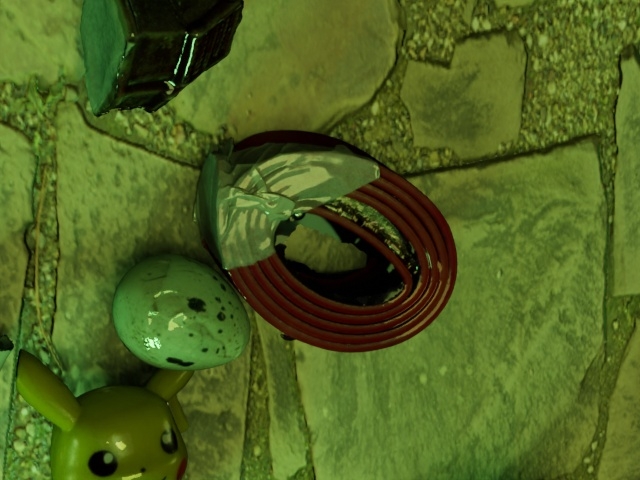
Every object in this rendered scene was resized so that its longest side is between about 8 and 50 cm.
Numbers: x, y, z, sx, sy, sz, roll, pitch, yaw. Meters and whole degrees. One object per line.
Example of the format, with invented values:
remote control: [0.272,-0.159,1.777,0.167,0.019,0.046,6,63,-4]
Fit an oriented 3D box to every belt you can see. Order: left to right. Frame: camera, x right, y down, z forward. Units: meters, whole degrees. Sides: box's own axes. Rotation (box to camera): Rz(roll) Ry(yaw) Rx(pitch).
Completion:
belt: [0.000,0.000,1.221,0.324,0.115,0.227,25,96,-25]

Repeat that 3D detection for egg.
egg: [-0.151,0.084,1.183,0.164,0.131,0.131,21,100,-21]

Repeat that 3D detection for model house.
model house: [-0.164,-0.210,1.108,0.152,0.106,0.165,-8,147,-30]

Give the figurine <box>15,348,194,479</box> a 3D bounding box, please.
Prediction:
figurine: [-0.220,0.274,1.209,0.218,0.169,0.326,-11,115,-34]

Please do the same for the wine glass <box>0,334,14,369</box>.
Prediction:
wine glass: [-0.409,0.179,1.150,0.079,0.079,0.195,29,97,-26]
